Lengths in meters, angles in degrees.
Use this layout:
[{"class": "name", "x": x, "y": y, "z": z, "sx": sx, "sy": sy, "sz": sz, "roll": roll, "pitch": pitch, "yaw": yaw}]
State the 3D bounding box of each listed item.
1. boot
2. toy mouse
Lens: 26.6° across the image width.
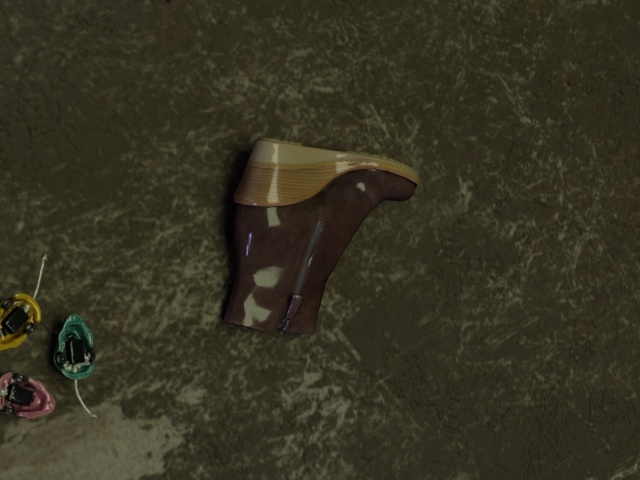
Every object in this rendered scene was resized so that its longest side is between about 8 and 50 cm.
[{"class": "boot", "x": 0.000, "y": 0.000, "z": 1.496, "sx": 0.248, "sy": 0.090, "sz": 0.207, "roll": 5, "pitch": 95, "yaw": -41}, {"class": "toy mouse", "x": -0.264, "y": 0.120, "z": 1.275, "sx": 0.143, "sy": 0.031, "sz": 0.161, "roll": 49, "pitch": 58, "yaw": -26}]
